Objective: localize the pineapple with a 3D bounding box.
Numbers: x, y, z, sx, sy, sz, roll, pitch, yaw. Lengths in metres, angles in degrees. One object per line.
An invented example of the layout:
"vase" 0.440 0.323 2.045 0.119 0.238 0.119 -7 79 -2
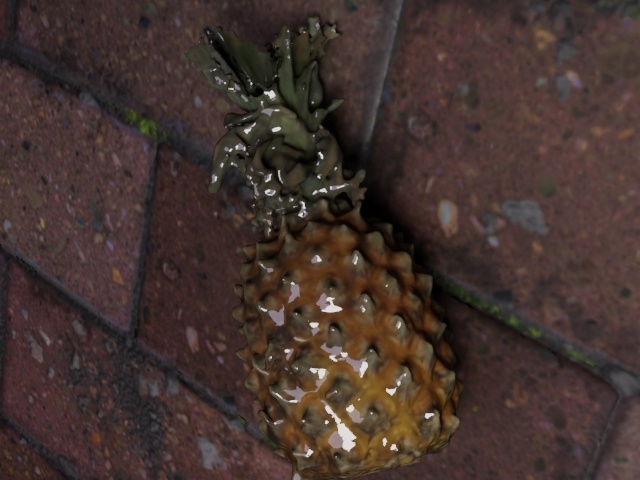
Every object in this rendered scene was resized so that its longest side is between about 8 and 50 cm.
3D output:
"pineapple" 0.000 0.000 0.712 0.175 0.175 0.361 -22 75 42
